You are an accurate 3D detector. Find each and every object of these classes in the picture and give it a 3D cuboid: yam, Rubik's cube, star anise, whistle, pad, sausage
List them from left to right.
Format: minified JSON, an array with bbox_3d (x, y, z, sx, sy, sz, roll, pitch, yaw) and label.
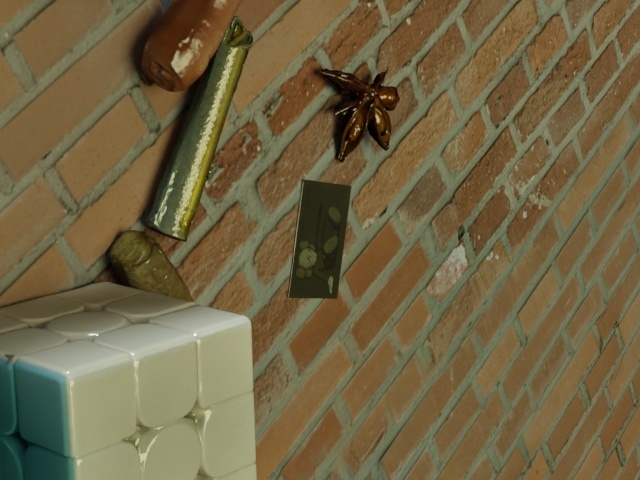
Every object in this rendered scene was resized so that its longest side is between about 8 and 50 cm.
[{"bbox_3d":[-0.274,0.234,1.601,0.291,0.291,0.291,-16,111,-47],"label":"Rubik's cube"},{"bbox_3d":[-0.188,0.130,1.856,0.081,0.081,0.357,-55,135,-28],"label":"yam"},{"bbox_3d":[-0.164,-0.158,1.838,0.068,0.057,0.327,47,60,-74],"label":"whistle"},{"bbox_3d":[-0.128,-0.388,1.814,0.094,0.094,0.419,76,36,-68],"label":"sausage"},{"bbox_3d":[0.000,0.000,2.119,0.127,0.004,0.190,3,94,-51],"label":"pad"},{"bbox_3d":[0.070,-0.203,2.124,0.212,0.053,0.157,-10,105,-51],"label":"star anise"}]
